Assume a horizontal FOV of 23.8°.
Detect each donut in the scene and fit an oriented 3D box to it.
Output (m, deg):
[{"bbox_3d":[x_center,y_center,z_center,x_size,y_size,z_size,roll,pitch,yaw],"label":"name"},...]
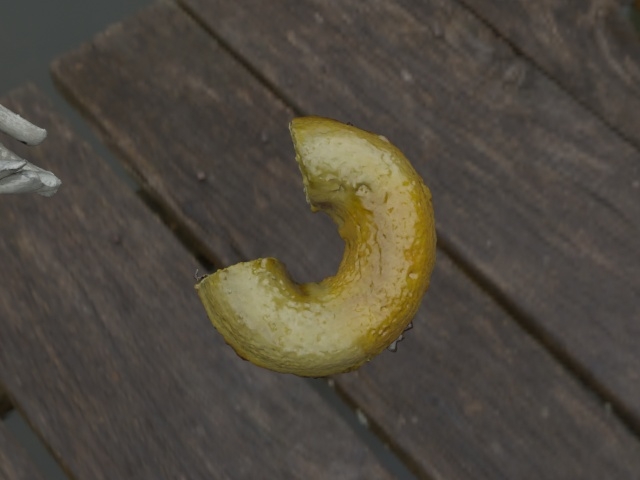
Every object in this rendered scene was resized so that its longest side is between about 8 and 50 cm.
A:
[{"bbox_3d":[0.009,0.008,1.007,0.146,0.078,0.181,31,81,0],"label":"donut"}]

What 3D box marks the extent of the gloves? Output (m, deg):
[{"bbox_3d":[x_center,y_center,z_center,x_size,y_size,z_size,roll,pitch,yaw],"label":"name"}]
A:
[{"bbox_3d":[-0.145,-0.043,0.644,0.081,0.037,0.044,34,64,-8],"label":"gloves"}]
